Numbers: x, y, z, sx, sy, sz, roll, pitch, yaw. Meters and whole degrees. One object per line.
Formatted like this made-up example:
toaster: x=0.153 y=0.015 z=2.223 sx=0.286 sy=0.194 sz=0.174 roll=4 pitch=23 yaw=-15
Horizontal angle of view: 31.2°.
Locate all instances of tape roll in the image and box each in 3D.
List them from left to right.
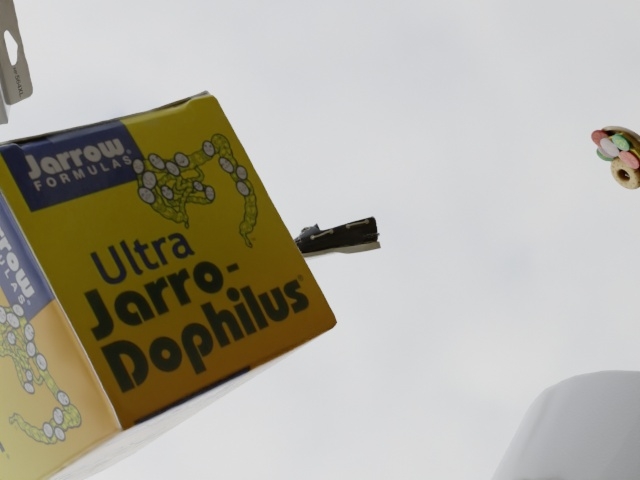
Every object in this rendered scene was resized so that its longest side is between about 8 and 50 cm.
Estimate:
tape roll: x=0.252 y=0.221 z=0.796 sx=0.100 sy=0.286 sz=0.286 roll=-55 pitch=-51 yaw=-34

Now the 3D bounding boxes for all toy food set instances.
toy food set: x=0.328 y=-0.091 z=1.231 sx=0.020 sy=0.083 sz=0.082 roll=-45 pitch=-82 yaw=-15

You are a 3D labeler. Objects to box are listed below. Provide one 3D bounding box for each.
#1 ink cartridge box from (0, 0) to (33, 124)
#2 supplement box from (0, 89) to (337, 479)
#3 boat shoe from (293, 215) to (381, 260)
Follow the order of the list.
ink cartridge box: x=-0.295 y=-0.133 z=0.858 sx=0.143 sy=0.090 sz=0.092 roll=-12 pitch=-64 yaw=-7
supplement box: x=-0.192 y=0.073 z=0.853 sx=0.194 sy=0.356 sz=0.195 roll=-23 pitch=-100 yaw=-43
boat shoe: x=0.000 y=0.000 z=1.202 sx=0.046 sy=0.125 sz=0.038 roll=10 pitch=-108 yaw=-81
